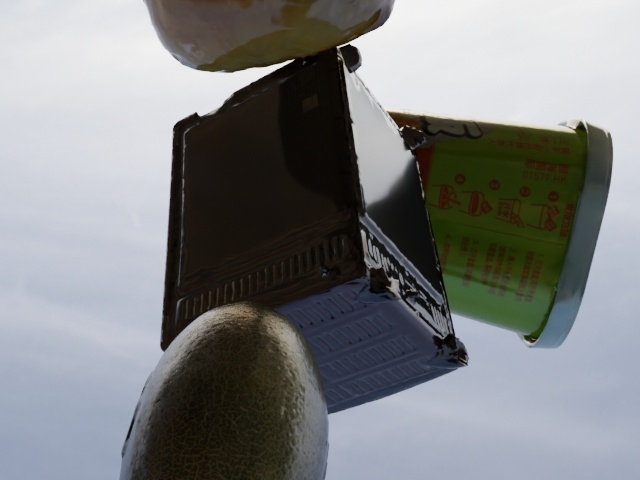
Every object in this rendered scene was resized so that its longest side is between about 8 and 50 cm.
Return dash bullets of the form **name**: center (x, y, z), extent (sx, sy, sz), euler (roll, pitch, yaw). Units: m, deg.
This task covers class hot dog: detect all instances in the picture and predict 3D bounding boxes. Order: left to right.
- **hot dog**: center (-0.014, -0.313, 0.607), extent (0.185, 0.223, 0.405), euler (-9, -146, 31)

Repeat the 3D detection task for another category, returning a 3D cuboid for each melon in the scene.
- **melon**: center (-0.044, 0.094, 0.378), extent (0.099, 0.099, 0.162), euler (-4, -148, 7)

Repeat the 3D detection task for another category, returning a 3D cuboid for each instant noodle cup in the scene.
- **instant noodle cup**: center (0.142, -0.038, 0.911), extent (0.308, 0.294, 0.294), euler (12, -140, 3)

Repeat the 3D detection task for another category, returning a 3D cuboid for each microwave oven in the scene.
- **microwave oven**: center (-0.002, 0.000, 0.629), extent (0.178, 0.188, 0.247), euler (-25, -132, 24)
